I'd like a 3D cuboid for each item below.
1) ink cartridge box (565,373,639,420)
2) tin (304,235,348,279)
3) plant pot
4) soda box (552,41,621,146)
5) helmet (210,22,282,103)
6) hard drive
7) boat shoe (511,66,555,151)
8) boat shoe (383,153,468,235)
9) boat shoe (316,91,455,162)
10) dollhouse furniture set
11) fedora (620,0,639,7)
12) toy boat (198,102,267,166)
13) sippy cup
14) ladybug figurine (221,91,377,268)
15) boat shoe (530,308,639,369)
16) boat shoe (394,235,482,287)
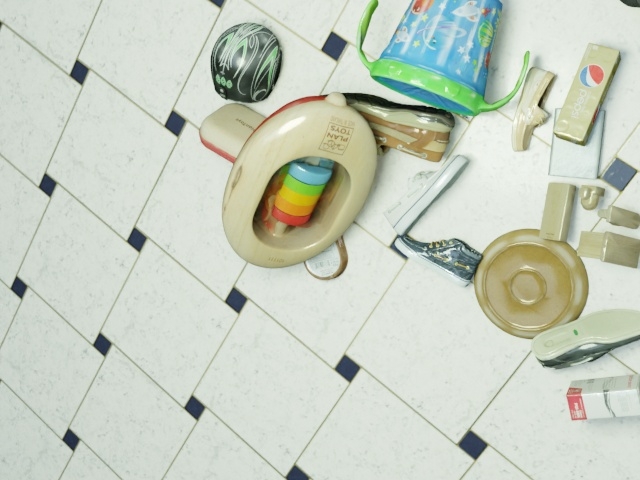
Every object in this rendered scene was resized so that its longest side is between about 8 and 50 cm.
[{"bbox_3d":[0.567,0.312,1.486,0.135,0.099,0.056,-12,93,27],"label":"ink cartridge box"},{"bbox_3d":[0.000,0.000,1.742,0.106,0.040,0.190,-16,91,22],"label":"tin"},{"bbox_3d":[0.432,0.094,1.554,0.236,0.032,0.237,4,99,24],"label":"plant pot"},{"bbox_3d":[0.507,-0.277,1.426,0.061,0.058,0.181,23,95,24],"label":"soda box"},{"bbox_3d":[-0.168,-0.409,1.696,0.169,0.169,0.162,29,126,19],"label":"helmet"},{"bbox_3d":[0.506,-0.192,1.480,0.094,0.022,0.135,8,101,24],"label":"hard drive"},{"bbox_3d":[0.424,-0.256,1.486,0.059,0.063,0.170,17,104,28],"label":"boat shoe"},{"bbox_3d":[0.216,-0.109,1.595,0.076,0.083,0.226,46,114,11],"label":"boat shoe"},{"bbox_3d":[0.124,-0.240,1.596,0.323,0.122,0.120,18,113,29],"label":"boat shoe"},{"bbox_3d":[0.539,-0.031,1.482,0.151,0.123,0.144,10,90,52],"label":"dollhouse furniture set"},{"bbox_3d":[0.574,-0.529,1.304,0.152,0.333,0.334,15,107,59],"label":"fedora"},{"bbox_3d":[-0.171,-0.206,1.750,0.231,0.151,0.151,32,140,18],"label":"toy boat"},{"bbox_3d":[0.243,-0.389,1.476,0.240,0.305,0.224,35,105,64],"label":"sippy cup"},{"bbox_3d":[-0.051,-0.134,1.586,0.449,0.304,0.162,-58,33,34],"label":"ladybug figurine"},{"bbox_3d":[0.547,0.201,1.505,0.233,0.084,0.079,-21,127,20],"label":"boat shoe"},{"bbox_3d":[0.255,0.020,1.612,0.183,0.065,0.083,30,107,12],"label":"boat shoe"}]
